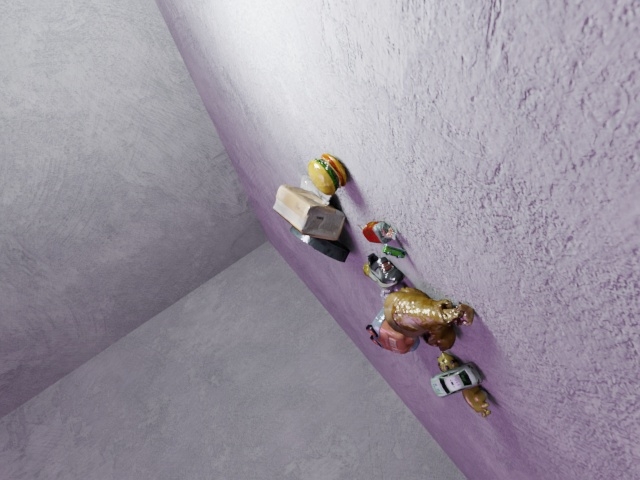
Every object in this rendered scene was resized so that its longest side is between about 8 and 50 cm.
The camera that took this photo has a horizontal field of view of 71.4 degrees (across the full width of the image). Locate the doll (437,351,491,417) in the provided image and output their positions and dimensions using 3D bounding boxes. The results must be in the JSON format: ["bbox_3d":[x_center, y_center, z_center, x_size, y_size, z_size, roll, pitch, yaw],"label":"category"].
[{"bbox_3d":[0.582,0.580,1.808,0.291,0.086,0.117,51,157,28],"label":"doll"}]

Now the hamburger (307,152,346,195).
[{"bbox_3d":[0.026,-0.249,1.678,0.162,0.115,0.162,50,168,15],"label":"hamburger"}]

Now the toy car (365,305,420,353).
[{"bbox_3d":[0.352,0.415,2.042,0.212,0.180,0.270,29,159,30],"label":"toy car"}]

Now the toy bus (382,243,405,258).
[{"bbox_3d":[0.269,0.042,1.625,0.083,0.037,0.031,16,172,-11],"label":"toy bus"}]

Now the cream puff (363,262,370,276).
[{"bbox_3d":[0.228,0.138,2.049,0.083,0.058,0.083,49,164,33],"label":"cream puff"}]

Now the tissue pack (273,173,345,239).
[{"bbox_3d":[-0.042,-0.165,2.034,0.305,0.238,0.238,39,160,51],"label":"tissue pack"}]

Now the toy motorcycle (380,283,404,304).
[{"bbox_3d":[0.337,0.256,1.864,0.260,0.110,0.171,29,139,53],"label":"toy motorcycle"}]

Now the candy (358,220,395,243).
[{"bbox_3d":[0.212,-0.031,1.680,0.086,0.059,0.292,56,168,-9],"label":"candy"}]

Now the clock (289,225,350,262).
[{"bbox_3d":[0.000,0.001,2.192,0.319,0.066,0.319,31,-173,-4],"label":"clock"}]

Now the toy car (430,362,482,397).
[{"bbox_3d":[0.523,0.555,1.752,0.224,0.076,0.090,-39,70,39],"label":"toy car"}]

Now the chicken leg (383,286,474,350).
[{"bbox_3d":[0.418,0.290,1.605,0.295,0.182,0.409,48,153,-11],"label":"chicken leg"}]

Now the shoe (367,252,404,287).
[{"bbox_3d":[0.256,0.118,1.831,0.112,0.099,0.227,66,166,-13],"label":"shoe"}]
